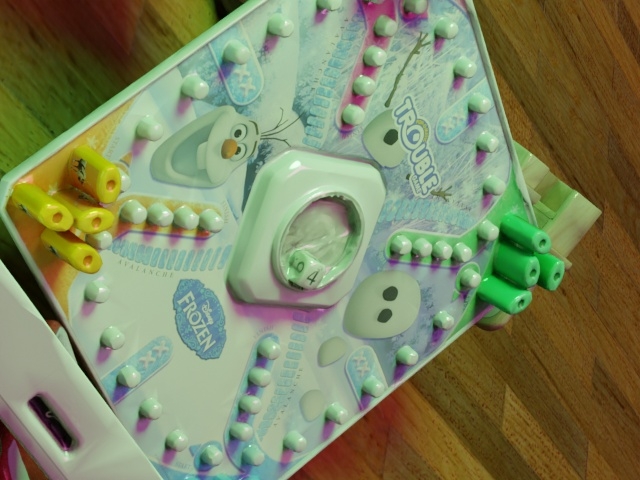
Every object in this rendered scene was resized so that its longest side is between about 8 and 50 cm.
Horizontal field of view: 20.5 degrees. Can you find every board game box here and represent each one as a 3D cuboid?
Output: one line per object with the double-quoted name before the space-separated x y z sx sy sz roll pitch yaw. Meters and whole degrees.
"board game box" 0.000 0.000 1.302 0.390 0.050 0.390 -38 132 -18

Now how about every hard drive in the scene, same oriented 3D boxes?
"hard drive" -0.202 0.019 0.959 0.047 0.353 0.233 -38 125 -10

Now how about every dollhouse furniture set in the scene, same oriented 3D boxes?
"dollhouse furniture set" 0.017 -0.092 1.513 0.174 0.303 0.355 -52 137 5

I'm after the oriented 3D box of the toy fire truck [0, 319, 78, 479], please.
"toy fire truck" -0.156 0.225 1.137 0.254 0.169 0.302 -78 152 -70
